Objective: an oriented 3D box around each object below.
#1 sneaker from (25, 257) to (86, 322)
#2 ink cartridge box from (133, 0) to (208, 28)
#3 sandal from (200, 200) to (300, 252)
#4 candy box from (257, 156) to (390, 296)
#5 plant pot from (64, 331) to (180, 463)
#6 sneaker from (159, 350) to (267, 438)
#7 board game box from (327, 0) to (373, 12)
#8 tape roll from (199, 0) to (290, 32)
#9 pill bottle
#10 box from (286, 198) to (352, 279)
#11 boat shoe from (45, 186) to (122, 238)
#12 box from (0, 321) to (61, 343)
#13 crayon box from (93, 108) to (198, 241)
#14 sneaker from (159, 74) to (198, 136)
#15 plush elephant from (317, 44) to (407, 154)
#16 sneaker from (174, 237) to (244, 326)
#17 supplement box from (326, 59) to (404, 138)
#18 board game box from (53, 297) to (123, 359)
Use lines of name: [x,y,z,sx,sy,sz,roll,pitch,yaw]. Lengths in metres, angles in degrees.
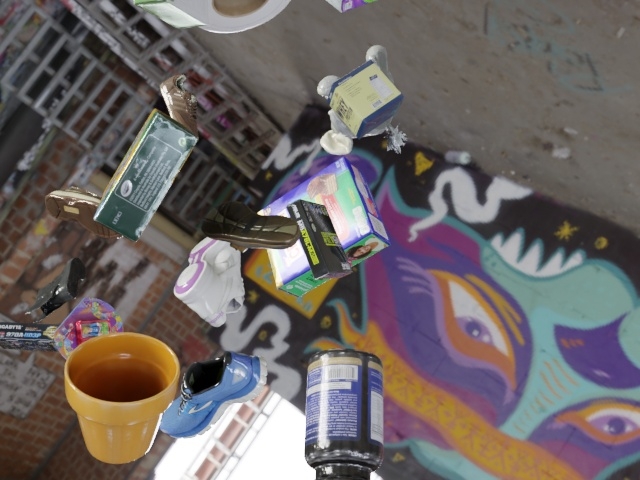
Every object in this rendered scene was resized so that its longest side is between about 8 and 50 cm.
sneaker: [-0.538,0.098,1.451,0.051,0.089,0.170,60,-173,-27]
ink cartridge box: [-0.251,-0.422,1.140,0.062,0.109,0.209,0,-178,15]
sandal: [-0.121,-0.014,1.228,0.219,0.090,0.060,11,138,33]
candy box: [0.001,-0.035,1.971,0.122,0.317,0.268,30,-146,-50]
plant pot: [-0.378,0.310,1.348,0.205,0.188,0.205,9,-151,-5]
sneaker: [-0.280,0.346,1.657,0.147,0.330,0.130,33,-151,-34]
board game box: [0.126,-0.684,1.718,0.144,0.275,0.142,47,152,30]
tape roll: [-0.189,-0.580,1.496,0.246,0.246,0.169,55,-164,-73]
pill bottle: [0.037,0.288,1.097,0.122,0.219,0.123,2,150,1]
box: [0.000,0.000,1.671,0.184,0.045,0.190,66,-163,11]
boat shoe: [-0.559,-0.082,1.763,0.257,0.095,0.095,21,-147,22]
box: [-0.783,0.264,1.934,0.175,0.051,0.220,5,164,-15]
crayon box: [-0.317,-0.131,1.292,0.083,0.203,0.323,31,-177,-17]
sneaker: [-0.345,-0.341,1.804,0.188,0.071,0.066,62,-167,15]
plush elephant: [0.105,-0.410,2.218,0.255,0.272,0.330,5,136,55]
sneaker: [-0.234,0.082,1.623,0.152,0.114,0.305,51,-153,-19]
supplement box: [0.070,-0.223,1.122,0.083,0.083,0.056,51,160,10]
board game box: [-0.544,0.218,1.694,0.133,0.169,0.033,46,144,-17]
